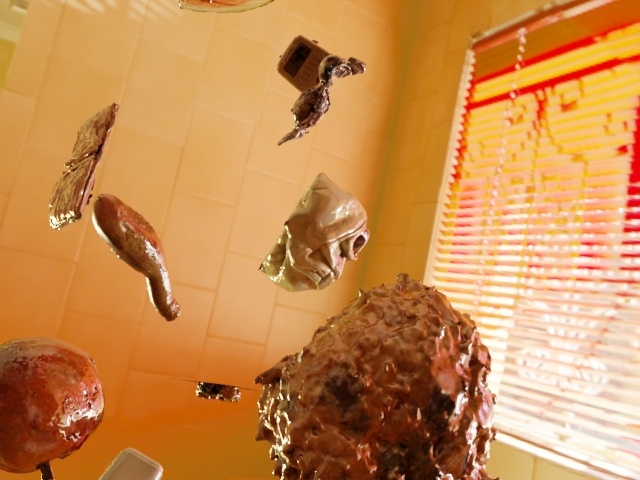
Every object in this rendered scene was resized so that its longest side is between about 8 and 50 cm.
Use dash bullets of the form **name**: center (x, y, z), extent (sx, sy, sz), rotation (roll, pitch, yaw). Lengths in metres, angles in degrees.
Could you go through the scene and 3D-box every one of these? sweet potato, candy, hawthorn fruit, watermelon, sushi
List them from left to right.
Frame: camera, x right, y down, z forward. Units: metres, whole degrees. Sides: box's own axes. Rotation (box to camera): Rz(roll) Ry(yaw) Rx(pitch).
- **hawthorn fruit**: center (-0.628, 0.354, 1.262), extent (0.316, 0.316, 0.316), rotation (12, -8, 2)
- **sweet potato**: center (-0.414, 0.034, 1.315), extent (0.109, 0.109, 0.385), rotation (8, -41, 29)
- **sushi**: center (-0.257, 0.382, 1.422), extent (0.210, 0.040, 0.192), rotation (-5, -21, 36)
- **watermelon**: center (-0.120, -0.345, 0.751), extent (0.119, 0.063, 0.245), rotation (-13, 16, -25)
- **candy**: center (-0.004, -0.248, 1.035), extent (0.094, 0.051, 0.226), rotation (-2, -31, -44)

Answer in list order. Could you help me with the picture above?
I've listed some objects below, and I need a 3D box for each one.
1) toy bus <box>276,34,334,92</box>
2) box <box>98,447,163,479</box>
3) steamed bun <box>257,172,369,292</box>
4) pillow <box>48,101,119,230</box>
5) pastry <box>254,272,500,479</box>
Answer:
- **toy bus**: center (-0.035, -0.490, 1.594), extent (0.157, 0.139, 0.289), rotation (35, 16, -9)
- **box**: center (-0.537, 0.703, 1.529), extent (0.175, 0.182, 0.312), rotation (29, -45, 1)
- **steamed bun**: center (0.000, 0.000, 1.408), extent (0.206, 0.275, 0.320), rotation (32, -38, -6)
- **pillow**: center (-0.422, -0.134, 1.008), extent (0.126, 0.232, 0.043), rotation (-10, -30, 41)
- **pastry**: center (0.080, 0.262, 0.800), extent (0.337, 0.405, 0.292), rotation (-6, 11, -26)
